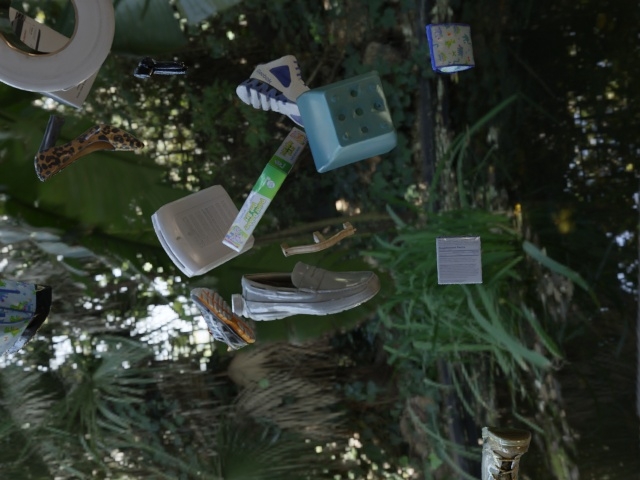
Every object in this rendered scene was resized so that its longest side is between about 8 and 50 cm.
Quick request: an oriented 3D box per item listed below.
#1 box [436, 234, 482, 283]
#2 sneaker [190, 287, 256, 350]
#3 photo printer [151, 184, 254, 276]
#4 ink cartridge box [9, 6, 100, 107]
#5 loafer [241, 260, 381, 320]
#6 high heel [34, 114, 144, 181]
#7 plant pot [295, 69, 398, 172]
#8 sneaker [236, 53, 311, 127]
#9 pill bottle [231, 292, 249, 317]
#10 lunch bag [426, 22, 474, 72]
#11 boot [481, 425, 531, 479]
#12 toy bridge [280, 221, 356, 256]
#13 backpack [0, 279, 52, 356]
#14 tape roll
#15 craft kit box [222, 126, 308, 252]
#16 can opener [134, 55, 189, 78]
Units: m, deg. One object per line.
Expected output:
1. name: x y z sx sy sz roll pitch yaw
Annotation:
1. box: 0.403 0.054 1.834 0.072 0.126 0.137 -17 -76 -75
2. sneaker: -0.262 0.208 1.623 0.215 0.083 0.084 48 -166 -20
3. photo printer: -0.392 -0.030 2.085 0.307 0.107 0.256 -32 -90 -50
4. ink cartridge box: -0.844 -0.533 1.742 0.285 0.395 0.166 24 88 54
5. loafer: -0.028 0.101 1.389 0.112 0.319 0.111 -57 -46 -66
6. high heel: -0.617 -0.221 1.691 0.093 0.261 0.186 124 156 -69
7. plant pot: 0.059 -0.236 1.219 0.234 0.165 0.166 -141 33 -84
8. sneaker: -0.082 -0.477 1.958 0.127 0.315 0.182 100 -166 -73
9. pill bottle: -0.187 0.184 1.841 0.078 0.137 0.078 177 90 -80
10. lunch bag: 0.366 -0.556 1.833 0.151 0.096 0.129 -13 -86 -43
11. boot: 0.337 0.428 1.157 0.213 0.077 0.165 72 -158 -74
12. toy bridge: 0.000 0.000 1.540 0.063 0.188 0.026 -129 23 -62
13. backpack: -1.014 0.227 1.827 0.355 0.290 0.273 30 -146 -37
14. tape roll: -0.480 -0.385 1.089 0.169 0.246 0.246 -136 35 -66
15. craft kit box: -0.129 -0.127 1.541 0.250 0.061 0.247 -55 9 30
16. can opener: -0.485 -0.530 1.949 0.059 0.186 0.073 25 -109 -70
